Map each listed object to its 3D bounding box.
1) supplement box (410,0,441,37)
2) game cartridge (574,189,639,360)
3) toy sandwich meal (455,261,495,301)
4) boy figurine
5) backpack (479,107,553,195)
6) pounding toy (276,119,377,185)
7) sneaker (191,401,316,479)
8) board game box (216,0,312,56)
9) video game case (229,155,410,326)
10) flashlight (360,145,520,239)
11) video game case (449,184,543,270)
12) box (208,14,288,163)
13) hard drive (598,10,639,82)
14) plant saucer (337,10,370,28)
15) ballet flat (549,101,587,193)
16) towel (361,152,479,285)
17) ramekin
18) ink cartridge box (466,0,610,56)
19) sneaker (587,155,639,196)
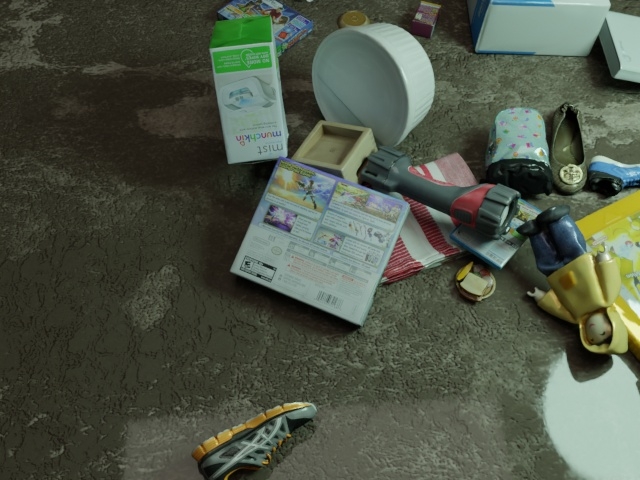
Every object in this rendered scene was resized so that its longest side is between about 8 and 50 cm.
[{"bbox_3d":[0.264,-0.552,1.778,0.055,0.043,0.083,18,57,10],"label":"supplement box"},{"bbox_3d":[0.643,0.064,1.374,0.285,0.052,0.323,-25,60,-16],"label":"game cartridge"},{"bbox_3d":[0.299,0.078,1.370,0.086,0.029,0.085,1,57,-1],"label":"toy sandwich meal"},{"bbox_3d":[0.464,0.084,1.305,0.092,0.177,0.285,-4,68,-49],"label":"boy figurine"},{"bbox_3d":[0.418,-0.189,1.500,0.152,0.115,0.182,5,54,5],"label":"backpack"},{"bbox_3d":[-0.013,-0.156,1.488,0.206,0.094,0.181,15,57,31],"label":"pounding toy"},{"bbox_3d":[-0.100,0.332,1.172,0.215,0.084,0.083,-25,74,-12],"label":"sneaker"},{"bbox_3d":[-0.139,-0.546,1.770,0.201,0.035,0.136,36,63,20],"label":"board game box"},{"bbox_3d":[0.000,0.000,1.345,0.270,0.061,0.244,22,84,12],"label":"video game case"},{"bbox_3d":[0.236,-0.105,1.401,0.304,0.103,0.103,28,97,29],"label":"flashlight"},{"bbox_3d":[0.350,-0.028,1.404,0.119,0.015,0.166,36,63,23],"label":"video game case"},{"bbox_3d":[-0.139,-0.312,1.443,0.127,0.231,0.262,-7,29,-2],"label":"box"},{"bbox_3d":[0.815,-0.440,1.680,0.308,0.040,0.203,7,57,-11],"label":"hard drive"},{"bbox_3d":[0.085,-0.554,1.792,0.083,0.015,0.083,1,56,-1],"label":"plant saucer"},{"bbox_3d":[0.540,-0.209,1.548,0.084,0.058,0.249,10,57,6],"label":"ballet flat"},{"bbox_3d":[0.191,-0.049,1.449,0.329,0.037,0.237,-19,58,-13],"label":"towel"},{"bbox_3d":[0.119,-0.332,1.508,0.273,0.273,0.127,40,52,22],"label":"ramekin"},{"bbox_3d":[0.519,-0.659,1.778,0.286,0.166,0.394,1,57,-2],"label":"ink cartridge box"},{"bbox_3d":[0.638,-0.122,1.492,0.152,0.058,0.084,17,58,9],"label":"sneaker"}]
